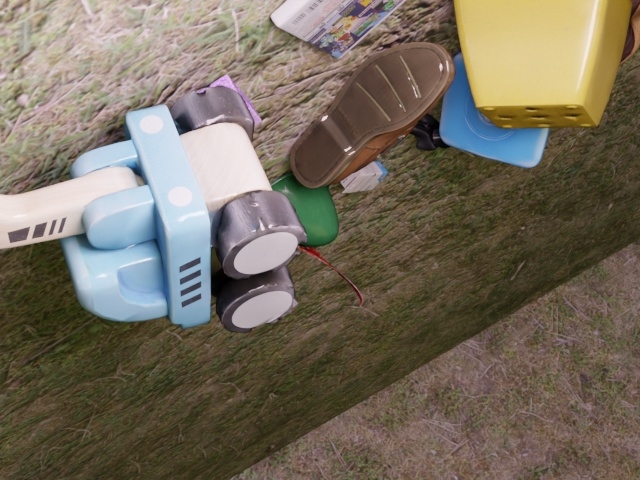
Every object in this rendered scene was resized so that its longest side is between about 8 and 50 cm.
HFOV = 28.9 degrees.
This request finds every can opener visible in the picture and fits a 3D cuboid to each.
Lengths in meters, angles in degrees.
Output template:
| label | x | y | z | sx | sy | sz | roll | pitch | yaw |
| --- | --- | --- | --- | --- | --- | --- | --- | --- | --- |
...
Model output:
| label | x | y | z | sx | sy | sz | roll | pitch | yaw |
| --- | --- | --- | --- | --- | --- | --- | --- | --- | --- |
| can opener | 0.158 | -0.188 | 1.984 | 0.073 | 0.059 | 0.186 | -13 | 162 | 29 |

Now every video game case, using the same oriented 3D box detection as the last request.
| label | x | y | z | sx | sy | sz | roll | pitch | yaw |
| --- | --- | --- | --- | --- | --- | --- | --- | --- | --- |
| video game case | 0.054 | -0.315 | 1.537 | 0.201 | 0.023 | 0.183 | -40 | 160 | 17 |

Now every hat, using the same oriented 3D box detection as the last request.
| label | x | y | z | sx | sy | sz | roll | pitch | yaw |
| --- | --- | --- | --- | --- | --- | --- | --- | --- | --- |
| hat | 0.000 | 0.000 | 1.979 | 0.208 | 0.183 | 0.173 | -11 | 151 | -49 |

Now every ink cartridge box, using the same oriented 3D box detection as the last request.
| label | x | y | z | sx | sy | sz | roll | pitch | yaw |
| --- | --- | --- | --- | --- | --- | --- | --- | --- | --- |
| ink cartridge box | 0.067 | -0.105 | 2.071 | 0.083 | 0.028 | 0.048 | -10 | 150 | -51 |

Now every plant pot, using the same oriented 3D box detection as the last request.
| label | x | y | z | sx | sy | sz | roll | pitch | yaw |
| --- | --- | --- | --- | --- | --- | --- | --- | --- | --- |
| plant pot | 0.298 | -0.256 | 1.686 | 0.212 | 0.187 | 0.212 | 2 | 173 | 21 |

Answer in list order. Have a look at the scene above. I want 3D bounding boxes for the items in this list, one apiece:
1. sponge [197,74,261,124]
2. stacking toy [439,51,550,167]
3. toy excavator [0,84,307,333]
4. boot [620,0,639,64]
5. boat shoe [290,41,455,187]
| label | x | y | z | sx | sy | sz | roll | pitch | yaw |
| --- | --- | --- | --- | --- | --- | --- | --- | --- | --- |
| sponge | -0.183 | -0.126 | 1.601 | 0.210 | 0.031 | 0.117 | -33 | 161 | 2 |
| stacking toy | 0.327 | -0.243 | 2.000 | 0.302 | 0.175 | 0.165 | -34 | 138 | -57 |
| toy excavator | -0.259 | -0.026 | 1.428 | 0.445 | 0.222 | 0.433 | -17 | 151 | -14 |
| boot | 0.433 | -0.352 | 2.019 | 0.207 | 0.090 | 0.248 | -12 | 156 | -21 |
| boat shoe | 0.084 | -0.188 | 1.795 | 0.307 | 0.110 | 0.104 | -34 | 168 | 35 |
